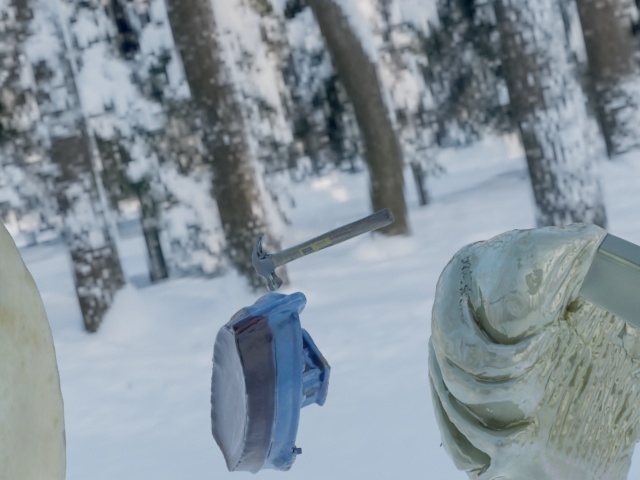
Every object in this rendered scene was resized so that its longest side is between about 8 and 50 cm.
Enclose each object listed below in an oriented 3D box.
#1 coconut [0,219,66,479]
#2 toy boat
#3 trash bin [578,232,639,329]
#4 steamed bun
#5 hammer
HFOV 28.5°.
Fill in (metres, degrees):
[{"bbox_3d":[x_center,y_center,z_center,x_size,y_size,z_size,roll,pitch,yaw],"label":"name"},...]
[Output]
[{"bbox_3d":[-0.189,0.050,0.291,0.241,0.241,0.241,-13,5,1],"label":"coconut"},{"bbox_3d":[-0.035,0.116,1.046,0.097,0.100,0.223,-20,-34,-23],"label":"toy boat"},{"bbox_3d":[0.272,0.041,1.070,0.092,0.061,0.043,26,38,15],"label":"trash bin"},{"bbox_3d":[0.259,0.154,1.572,0.352,0.339,0.247,32,-18,-35],"label":"steamed bun"},{"bbox_3d":[0.000,0.000,1.347,0.182,0.062,0.017,-23,17,32],"label":"hammer"}]
